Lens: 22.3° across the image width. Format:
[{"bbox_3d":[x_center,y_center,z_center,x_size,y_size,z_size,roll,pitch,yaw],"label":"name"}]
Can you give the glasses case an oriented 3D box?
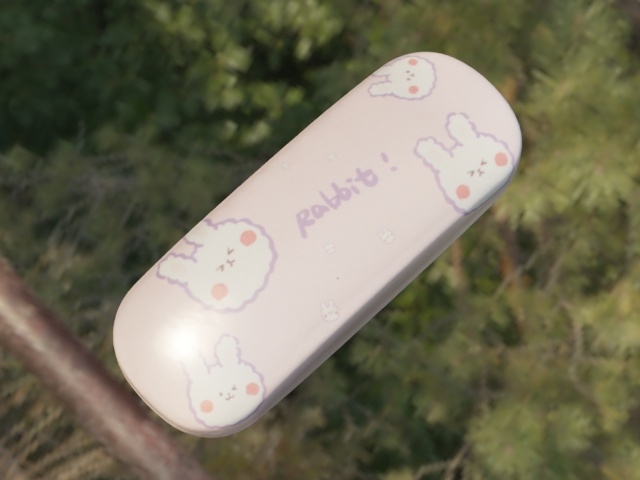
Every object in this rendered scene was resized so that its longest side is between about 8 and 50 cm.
[{"bbox_3d":[0.000,0.000,1.019,0.113,0.297,0.075,45,-12,15],"label":"glasses case"}]
